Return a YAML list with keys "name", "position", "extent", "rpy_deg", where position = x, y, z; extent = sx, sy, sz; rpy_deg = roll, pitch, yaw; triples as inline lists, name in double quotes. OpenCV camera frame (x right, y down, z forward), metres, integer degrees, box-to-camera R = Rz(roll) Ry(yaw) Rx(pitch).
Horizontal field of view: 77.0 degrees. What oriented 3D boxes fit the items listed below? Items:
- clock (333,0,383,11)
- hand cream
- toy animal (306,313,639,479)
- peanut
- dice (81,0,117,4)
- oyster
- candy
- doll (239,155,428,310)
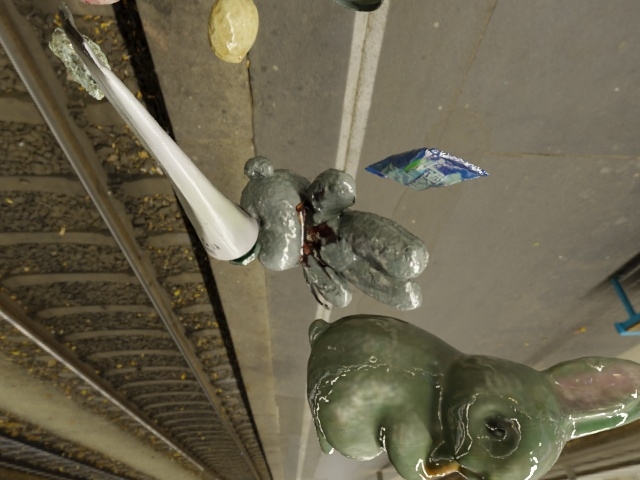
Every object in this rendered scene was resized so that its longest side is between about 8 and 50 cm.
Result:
- name: "clock"
  position: [0.057, -0.611, 0.930]
  extent: [0.215, 0.215, 0.041]
  rpy_deg: [21, 98, -31]
- name: "hand cream"
  position: [-0.149, -0.074, 0.432]
  extent: [0.076, 0.121, 0.336]
  rpy_deg: [-40, 146, -11]
- name: "toy animal"
  position: [0.108, 0.125, 0.312]
  extent: [0.251, 0.125, 0.127]
  rpy_deg: [-6, 147, 32]
- name: "peanut"
  position: [-0.218, -0.525, 1.003]
  extent: [0.141, 0.109, 0.159]
  rpy_deg: [-31, 152, -33]
- name: "dice"
  position: [-0.493, -0.577, 0.877]
  extent: [0.093, 0.094, 0.091]
  rpy_deg: [4, 141, 0]
- name: "oyster"
  position: [-0.629, -0.469, 1.066]
  extent: [0.125, 0.064, 0.177]
  rpy_deg: [-16, 136, 32]
- name: "candy"
  position: [0.265, -0.186, 1.057]
  extent: [0.187, 0.077, 0.331]
  rpy_deg: [15, 174, -22]
- name: "doll"
  position: [-0.007, 0.002, 0.616]
  extent: [0.158, 0.340, 0.245]
  rpy_deg: [-33, 144, -31]
